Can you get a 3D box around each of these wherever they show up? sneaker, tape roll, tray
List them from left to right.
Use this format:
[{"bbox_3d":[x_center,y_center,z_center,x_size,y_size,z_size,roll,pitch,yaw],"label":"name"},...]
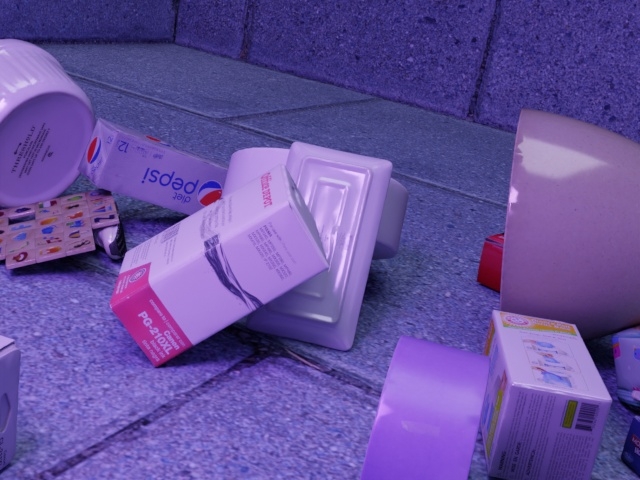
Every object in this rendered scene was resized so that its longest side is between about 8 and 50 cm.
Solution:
[{"bbox_3d":[-0.336,-0.009,1.283,0.075,0.057,0.161,-13,26,-11],"label":"sneaker"},{"bbox_3d":[-0.010,-0.051,1.310,0.286,0.100,0.286,11,-10,2],"label":"tape roll"},{"bbox_3d":[0.000,0.000,1.128,0.145,0.270,0.030,12,-15,4],"label":"tray"},{"bbox_3d":[0.085,0.181,0.725,0.080,0.189,0.189,13,19,11],"label":"tape roll"}]

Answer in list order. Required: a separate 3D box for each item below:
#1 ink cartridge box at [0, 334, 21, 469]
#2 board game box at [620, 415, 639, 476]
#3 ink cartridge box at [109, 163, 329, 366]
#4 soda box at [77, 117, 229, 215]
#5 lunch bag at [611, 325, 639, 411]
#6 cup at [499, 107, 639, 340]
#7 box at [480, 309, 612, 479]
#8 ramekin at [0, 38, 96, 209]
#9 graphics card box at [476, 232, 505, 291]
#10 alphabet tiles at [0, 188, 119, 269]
[{"bbox_3d":[-0.357,0.129,0.734,0.175,0.127,0.072,15,20,15],"label":"ink cartridge box"},{"bbox_3d":[0.460,0.259,0.897,0.194,0.060,0.194,3,20,-20],"label":"board game box"},{"bbox_3d":[-0.119,0.023,1.024,0.237,0.100,0.172,-30,20,5],"label":"ink cartridge box"},{"bbox_3d":[-0.245,-0.106,1.412,0.286,0.098,0.091,17,11,-40],"label":"soda box"},{"bbox_3d":[0.509,0.160,1.027,0.279,0.108,0.224,0,0,-11],"label":"lunch bag"},{"bbox_3d":[0.377,-0.006,1.149,0.237,0.331,0.331,6,17,16],"label":"cup"},{"bbox_3d":[0.240,0.171,0.949,0.103,0.114,0.203,10,18,3],"label":"box"},{"bbox_3d":[-0.482,-0.171,1.357,0.127,0.273,0.273,34,28,25],"label":"ramekin"},{"bbox_3d":[0.467,0.046,1.470,0.233,0.094,0.371,24,24,37],"label":"graphics card box"},{"bbox_3d":[-0.396,-0.019,1.242,0.198,0.009,0.237,-13,25,-13],"label":"alphabet tiles"}]
